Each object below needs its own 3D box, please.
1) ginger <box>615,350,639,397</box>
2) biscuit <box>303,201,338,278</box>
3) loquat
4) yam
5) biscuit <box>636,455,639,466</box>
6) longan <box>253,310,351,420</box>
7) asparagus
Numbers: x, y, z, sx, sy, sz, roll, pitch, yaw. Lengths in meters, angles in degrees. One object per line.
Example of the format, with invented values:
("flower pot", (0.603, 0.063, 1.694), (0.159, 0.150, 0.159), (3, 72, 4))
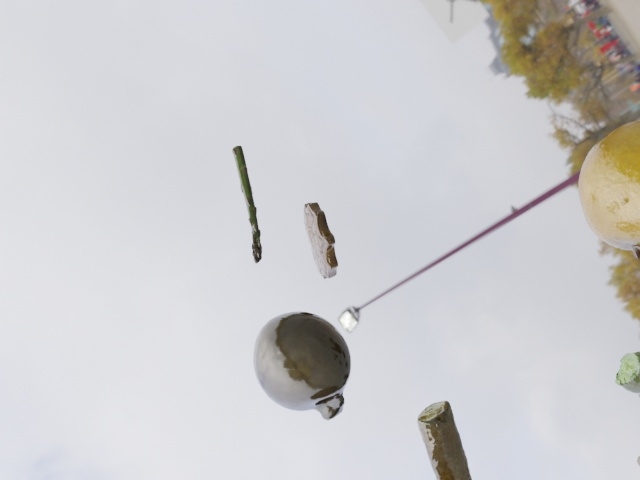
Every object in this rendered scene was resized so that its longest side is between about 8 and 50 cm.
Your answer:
("ginger", (0.767, 0.312, 1.476), (0.289, 0.137, 0.089), (33, -178, -22))
("biscuit", (-0.002, 0.001, 1.548), (0.215, 0.034, 0.182), (176, 78, -80))
("loquat", (0.618, -0.088, 1.237), (0.274, 0.274, 0.275), (38, -149, -29))
("yam", (0.268, 0.489, 1.316), (0.081, 0.081, 0.357), (-27, -80, -63))
("biscuit", (0.892, 0.648, 1.686), (0.217, 0.044, 0.324), (45, -169, 19))
("longan", (-0.025, 0.219, 1.169), (0.159, 0.184, 0.205), (-35, -83, -38))
("asparagus", (-0.139, -0.072, 1.311), (0.024, 0.025, 0.249), (-5, -111, -22))
